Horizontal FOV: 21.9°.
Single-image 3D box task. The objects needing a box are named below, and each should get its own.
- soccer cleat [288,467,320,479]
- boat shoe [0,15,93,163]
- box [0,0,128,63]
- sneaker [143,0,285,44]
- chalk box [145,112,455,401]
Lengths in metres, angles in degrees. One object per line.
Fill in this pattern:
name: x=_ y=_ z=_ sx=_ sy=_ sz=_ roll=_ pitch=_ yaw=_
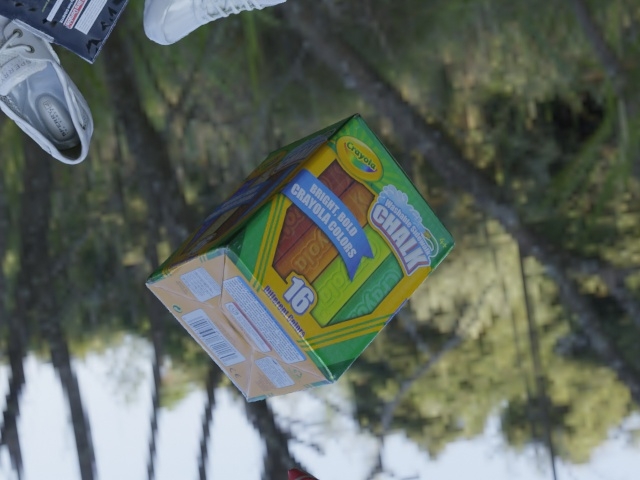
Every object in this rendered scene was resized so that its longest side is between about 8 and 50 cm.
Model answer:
soccer cleat: x=-0.065 y=0.448 z=2.404 sx=0.083 sy=0.248 sz=0.095 roll=21 pitch=-166 yaw=-40
boat shoe: x=-0.341 y=-0.200 z=1.851 sx=0.098 sy=0.277 sz=0.096 roll=-37 pitch=-152 yaw=1
box: x=-0.260 y=-0.370 z=1.609 sx=0.257 sy=0.322 sz=0.079 roll=26 pitch=-156 yaw=-16
sneaker: x=-0.096 y=-0.293 z=1.863 sx=0.232 sy=0.115 sz=0.090 roll=-43 pitch=150 yaw=-15
chalk box: x=0.000 y=0.000 z=1.710 sx=0.289 sy=0.180 sz=0.179 roll=-48 pitch=-165 yaw=-31
